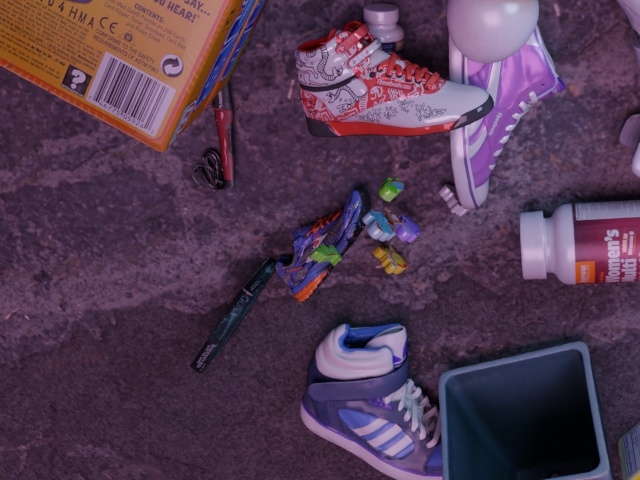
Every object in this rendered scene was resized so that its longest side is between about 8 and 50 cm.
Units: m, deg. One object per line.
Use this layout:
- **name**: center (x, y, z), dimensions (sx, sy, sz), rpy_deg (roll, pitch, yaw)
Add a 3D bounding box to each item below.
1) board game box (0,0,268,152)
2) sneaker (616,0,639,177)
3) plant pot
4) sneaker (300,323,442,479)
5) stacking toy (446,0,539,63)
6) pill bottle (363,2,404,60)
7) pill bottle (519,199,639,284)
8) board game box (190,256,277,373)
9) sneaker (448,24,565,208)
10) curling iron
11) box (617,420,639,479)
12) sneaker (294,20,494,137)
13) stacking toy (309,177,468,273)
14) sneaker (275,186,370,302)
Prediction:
- **board game box**: center (-0.232, -0.389, 1.225), dimensions (0.357, 0.356, 0.356), rpy_deg (29, 115, -4)
- **sneaker**: center (0.456, -0.208, 1.319), dimensions (0.366, 0.137, 0.210), rpy_deg (39, 115, -14)
- **plant pot**: center (0.351, 0.354, 1.591), dimensions (0.247, 0.247, 0.252), rpy_deg (-16, 131, 19)
- **sneaker**: center (0.133, 0.257, 1.637), dimensions (0.323, 0.130, 0.236), rpy_deg (23, 124, 5)
- **stacking toy**: center (0.269, -0.415, 1.164), dimensions (0.351, 0.350, 0.480), rpy_deg (16, 129, 3)
- **pill bottle**: center (0.085, -0.270, 1.404), dimensions (0.067, 0.067, 0.120), rpy_deg (4, 119, 9)
- **pill bottle**: center (0.406, 0.003, 1.453), dimensions (0.221, 0.121, 0.121), rpy_deg (-3, 117, 13)
- **board game box**: center (-0.139, 0.121, 1.623), dimensions (0.026, 0.126, 0.186), rpy_deg (36, 119, 1)
- **sneaker**: center (0.262, -0.173, 1.403), dimensions (0.161, 0.102, 0.282), rpy_deg (0, 117, 8)
- **curling iron**: center (-0.162, -0.195, 1.512), dimensions (0.068, 0.035, 0.274), rpy_deg (8, 119, 8)
- **box**: center (0.643, 0.342, 1.586), dimensions (0.213, 0.117, 0.243), rpy_deg (35, 119, -8)
- **sneaker**: center (0.090, -0.220, 1.332), dimensions (0.270, 0.090, 0.145), rpy_deg (0, 119, 27)
- **stacking toy**: center (0.107, -0.016, 1.468), dimensions (0.167, 0.221, 0.052), rpy_deg (-45, 63, 27)
- **sneaker**: center (0.000, 0.000, 1.560), dimensions (0.087, 0.083, 0.221), rpy_deg (38, 115, 2)
